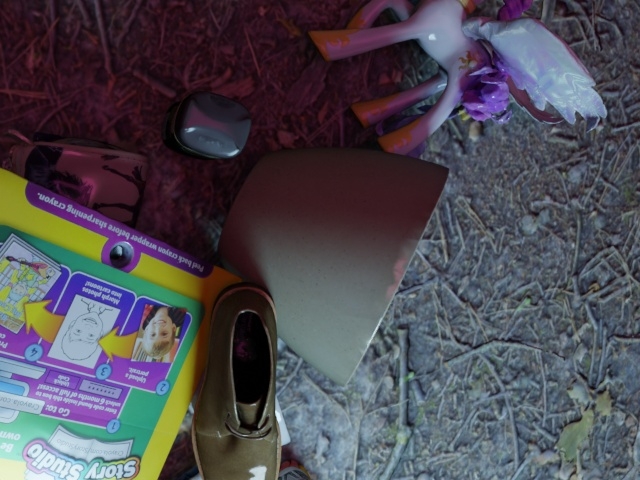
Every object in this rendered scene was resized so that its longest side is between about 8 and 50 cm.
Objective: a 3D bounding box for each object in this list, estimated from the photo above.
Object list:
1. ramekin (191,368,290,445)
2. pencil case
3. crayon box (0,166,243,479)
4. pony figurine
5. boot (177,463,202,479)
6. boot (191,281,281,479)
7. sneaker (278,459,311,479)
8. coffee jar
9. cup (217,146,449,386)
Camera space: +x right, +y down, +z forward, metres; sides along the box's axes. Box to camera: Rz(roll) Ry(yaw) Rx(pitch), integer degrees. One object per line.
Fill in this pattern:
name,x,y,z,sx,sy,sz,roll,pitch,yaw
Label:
ramekin,-0.124,0.201,0.995,0.109,0.207,0.207,-17,101,-7
pencil case,-0.353,0.066,0.917,0.184,0.160,0.410,12,92,-25
crayon box,-0.301,0.118,0.794,0.363,0.106,0.313,30,80,-43
pony figurine,0.216,-0.272,1.046,0.364,0.303,0.351,-33,97,3
boot,-0.203,0.425,1.056,0.123,0.095,0.258,47,72,-11
boot,-0.097,0.211,0.839,0.113,0.115,0.305,0,101,-10
sneaker,-0.015,0.463,1.114,0.088,0.093,0.225,-30,105,-14
coffee jar,-0.155,-0.151,0.949,0.096,0.184,0.079,16,91,-20
cup,0.000,0.000,0.979,0.237,0.331,0.331,26,87,4
